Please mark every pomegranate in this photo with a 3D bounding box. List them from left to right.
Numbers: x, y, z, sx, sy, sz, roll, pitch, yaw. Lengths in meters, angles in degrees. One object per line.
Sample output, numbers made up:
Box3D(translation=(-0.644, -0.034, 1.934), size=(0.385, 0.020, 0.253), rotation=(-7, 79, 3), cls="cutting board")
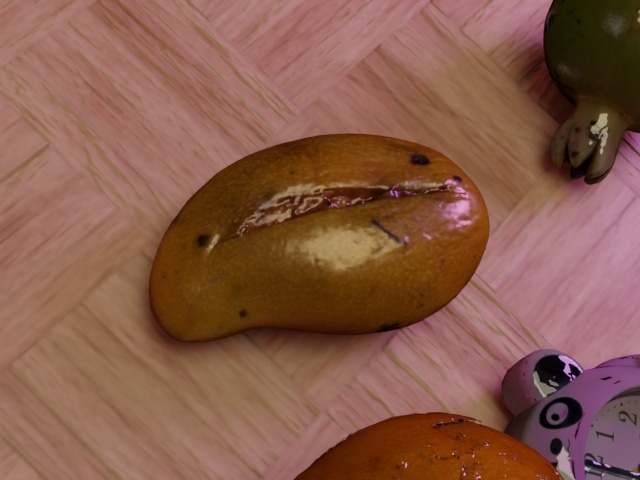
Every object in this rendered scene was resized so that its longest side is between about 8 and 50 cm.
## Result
Box3D(translation=(0.301, -0.160, 1.167), size=(0.179, 0.179, 0.211), rotation=(0, 84, -19), cls="pomegranate")

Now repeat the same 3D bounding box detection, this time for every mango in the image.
Box3D(translation=(0.003, -0.003, 1.009), size=(0.295, 0.120, 0.177), rotation=(-9, 67, -23), cls="mango")

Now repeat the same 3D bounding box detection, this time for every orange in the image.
Box3D(translation=(0.077, 0.237, 0.855), size=(0.240, 0.240, 0.240), rotation=(8, 64, -16), cls="orange")

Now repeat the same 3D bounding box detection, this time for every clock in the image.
Box3D(translation=(0.266, 0.204, 1.023), size=(0.247, 0.090, 0.228), rotation=(16, 62, -10), cls="clock")
